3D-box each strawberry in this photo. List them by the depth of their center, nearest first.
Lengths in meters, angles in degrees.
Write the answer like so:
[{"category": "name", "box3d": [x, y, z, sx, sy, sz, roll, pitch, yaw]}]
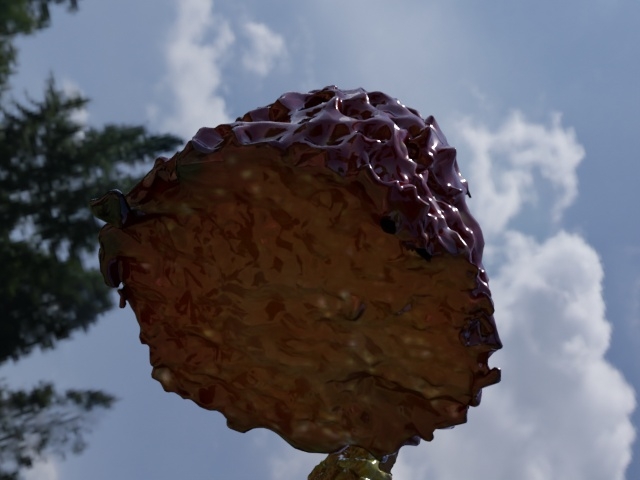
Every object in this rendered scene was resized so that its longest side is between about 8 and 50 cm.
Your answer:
[{"category": "strawberry", "box3d": [0.000, 0.000, 0.653, 0.234, 0.178, 0.234, 11, -51, 14]}]

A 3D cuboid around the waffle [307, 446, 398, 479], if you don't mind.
[{"category": "waffle", "box3d": [-0.017, 0.262, 0.953, 0.059, 0.243, 0.238, 33, -58, -4]}]
